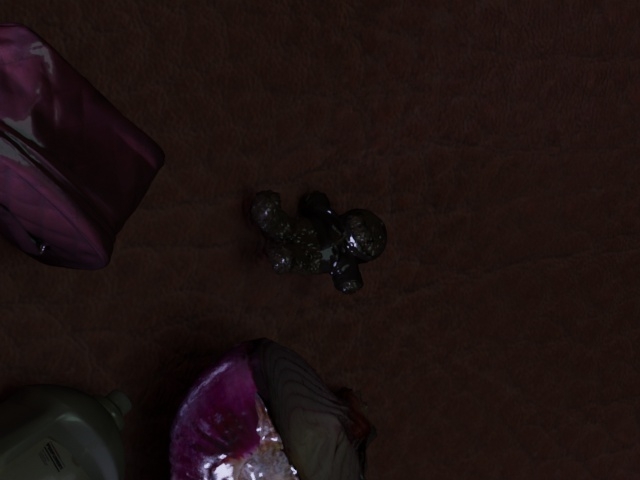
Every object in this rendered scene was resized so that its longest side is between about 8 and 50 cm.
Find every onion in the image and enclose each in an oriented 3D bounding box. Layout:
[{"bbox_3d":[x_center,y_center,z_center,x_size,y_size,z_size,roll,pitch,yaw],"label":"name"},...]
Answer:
[{"bbox_3d":[-0.047,0.234,1.858,0.349,0.159,0.267,-9,77,-77],"label":"onion"}]

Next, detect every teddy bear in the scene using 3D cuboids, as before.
[{"bbox_3d":[-0.006,0.004,1.921,0.160,0.078,0.119,0,61,-39],"label":"teddy bear"}]

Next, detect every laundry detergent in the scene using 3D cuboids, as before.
[{"bbox_3d":[-0.262,0.223,1.674,0.253,0.091,0.181,-42,124,-34],"label":"laundry detergent"}]

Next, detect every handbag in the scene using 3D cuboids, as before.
[{"bbox_3d":[-0.253,-0.076,1.610,0.225,0.146,0.135,46,60,-40],"label":"handbag"}]
